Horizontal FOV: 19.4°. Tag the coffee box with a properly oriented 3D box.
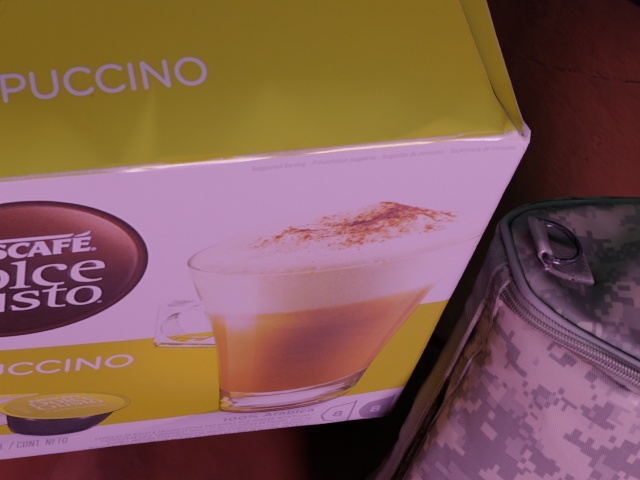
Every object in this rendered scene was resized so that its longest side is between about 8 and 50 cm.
[{"bbox_3d":[-0.120,-0.099,1.057,0.338,0.334,0.338,-6,63,-15],"label":"coffee box"}]

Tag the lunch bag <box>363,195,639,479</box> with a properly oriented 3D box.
[{"bbox_3d":[0.172,0.125,1.156,0.256,0.305,0.212,13,39,-14],"label":"lunch bag"}]

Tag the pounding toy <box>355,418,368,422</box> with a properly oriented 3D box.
[{"bbox_3d":[-0.006,-0.009,1.294,0.181,0.094,0.206,27,54,-6],"label":"pounding toy"}]
